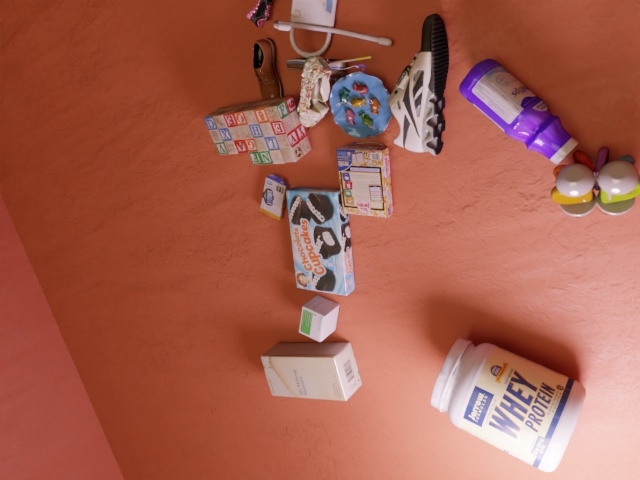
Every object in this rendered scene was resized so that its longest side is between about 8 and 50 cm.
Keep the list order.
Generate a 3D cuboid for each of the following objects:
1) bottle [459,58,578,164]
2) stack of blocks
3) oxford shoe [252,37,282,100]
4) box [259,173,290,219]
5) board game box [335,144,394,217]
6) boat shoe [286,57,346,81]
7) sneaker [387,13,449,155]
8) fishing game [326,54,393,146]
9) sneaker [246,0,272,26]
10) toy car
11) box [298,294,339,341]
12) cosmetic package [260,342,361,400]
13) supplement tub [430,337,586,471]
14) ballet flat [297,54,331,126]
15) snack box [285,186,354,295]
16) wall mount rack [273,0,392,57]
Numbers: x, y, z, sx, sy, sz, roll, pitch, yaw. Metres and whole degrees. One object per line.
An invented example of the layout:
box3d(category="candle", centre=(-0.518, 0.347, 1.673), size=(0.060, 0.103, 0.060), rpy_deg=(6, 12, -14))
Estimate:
box3d(category="bottle", centre=(0.446, -0.287, 1.242), size=(0.283, 0.118, 0.092), rpy_deg=(46, 137, 13))
box3d(category="stack of blocks", centre=(-0.191, -0.321, 1.654), size=(0.297, 0.087, 0.171), rpy_deg=(2, 124, 37))
box3d(category="oxford shoe", centre=(-0.165, -0.477, 1.615), size=(0.076, 0.076, 0.212), rpy_deg=(2, 110, 32))
box3d(category="box", centre=(-0.144, -0.142, 1.755), size=(0.081, 0.028, 0.136), rpy_deg=(27, 118, 23))
box3d(category="board game box", centre=(0.124, -0.165, 1.540), size=(0.147, 0.045, 0.193), rpy_deg=(8, 118, 31))
box3d(category="boat shoe", centre=(-0.016, -0.466, 1.522), size=(0.183, 0.066, 0.066), rpy_deg=(14, 116, 30))
box3d(category="sneaker", centre=(0.230, -0.377, 1.354), size=(0.146, 0.122, 0.330), rpy_deg=(12, 113, 28))
box3d(category="fishing game", centre=(0.103, -0.353, 1.473), size=(0.189, 0.041, 0.264), rpy_deg=(7, 123, 30))
box3d(category="sneaker", centre=(-0.157, -0.653, 1.567), size=(0.057, 0.047, 0.119), rpy_deg=(53, 135, -2))
box3d(category="toy car", centre=(0.596, -0.136, 1.197), size=(0.182, 0.159, 0.136), rpy_deg=(-2, 67, 26))
box3d(category="box", centre=(-0.004, 0.248, 1.758), size=(0.087, 0.102, 0.101), rpy_deg=(20, 116, 25))
box3d(category="cosmetic package", centre=(-0.034, 0.431, 1.841), size=(0.309, 0.113, 0.160), rpy_deg=(-9, 102, 35))
box3d(category="supplement tub", centre=(0.472, 0.406, 1.410), size=(0.325, 0.235, 0.235), rpy_deg=(22, 118, 26))
box3d(category="ballet flat", centre=(-0.013, -0.384, 1.492), size=(0.077, 0.091, 0.241), rpy_deg=(43, 155, 23))
box3d(category="snack box", centre=(0.000, 0.000, 1.689), size=(0.187, 0.060, 0.322), rpy_deg=(5, 110, 33))
box3d(category="wall mount rack", centre=(0.040, -0.629, 1.395), size=(0.304, 0.130, 0.350), rpy_deg=(5, 116, -6))
